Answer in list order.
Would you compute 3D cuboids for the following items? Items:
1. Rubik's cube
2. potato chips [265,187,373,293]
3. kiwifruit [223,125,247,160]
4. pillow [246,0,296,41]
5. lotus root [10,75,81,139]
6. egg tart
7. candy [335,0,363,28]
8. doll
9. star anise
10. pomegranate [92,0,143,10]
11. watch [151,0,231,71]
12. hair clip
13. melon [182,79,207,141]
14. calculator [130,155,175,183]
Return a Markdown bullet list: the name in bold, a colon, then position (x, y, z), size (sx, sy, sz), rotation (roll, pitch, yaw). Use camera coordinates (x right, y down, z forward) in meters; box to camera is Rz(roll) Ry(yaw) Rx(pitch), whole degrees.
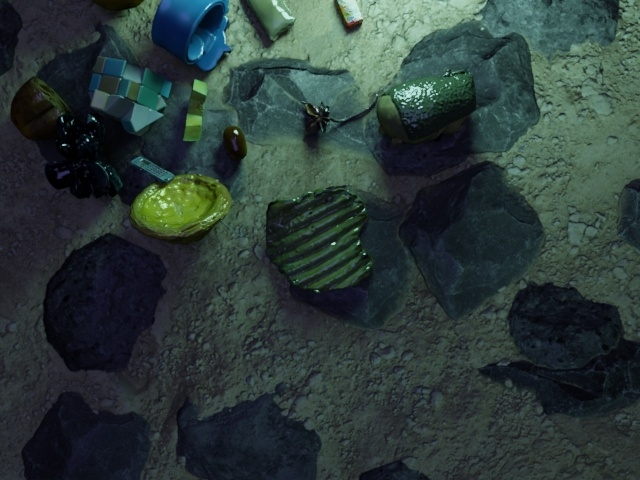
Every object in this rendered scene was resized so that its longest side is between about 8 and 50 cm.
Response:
- **Rubik's cube**: position (-0.648, -0.475, 1.697), size (0.225, 0.265, 0.212), rotation (15, 92, 25)
- **potato chips**: position (-0.008, 0.000, 1.803), size (0.390, 0.097, 0.372), rotation (-6, 100, -2)
- **kiwifruit**: position (-0.304, -0.347, 1.785), size (0.075, 0.075, 0.124), rotation (-14, 90, 0)
- **pillow**: position (-0.178, -0.817, 1.765), size (0.119, 0.053, 0.208), rotation (-33, 91, -1)
- **lotus root**: position (-0.955, -0.427, 1.700), size (0.180, 0.199, 0.188), rotation (-37, 87, -4)
- **egg tart**: position (-0.468, -0.094, 1.719), size (0.346, 0.345, 0.132), rotation (-4, 133, -1)
- **candy**: position (0.100, -0.821, 1.778), size (0.062, 0.038, 0.121), rotation (-24, 94, 0)
- **doll**: position (0.373, -0.450, 1.727), size (0.350, 0.247, 0.247), rotation (-26, 94, -6)
- **star anise**: position (0.065, -0.464, 1.813), size (0.228, 0.218, 0.148), rotation (-4, 58, -39)
- **pomegranate**: position (-0.689, -0.892, 1.653), size (0.265, 0.264, 0.264), rotation (0, 94, -1)
- **watch**: position (-0.404, -0.738, 1.655), size (0.242, 0.274, 0.305), rotation (31, 98, -3)
- **hair clip**: position (-0.772, -0.260, 1.665), size (0.195, 0.206, 0.310), rotation (-1, 128, 2)
- **melon**: position (-0.436, -0.451, 1.755), size (0.064, 0.118, 0.209), rotation (10, 106, -15)
- **calculator**: position (-0.594, -0.250, 1.767), size (0.172, 0.057, 0.018), rotation (29, 136, 20)
